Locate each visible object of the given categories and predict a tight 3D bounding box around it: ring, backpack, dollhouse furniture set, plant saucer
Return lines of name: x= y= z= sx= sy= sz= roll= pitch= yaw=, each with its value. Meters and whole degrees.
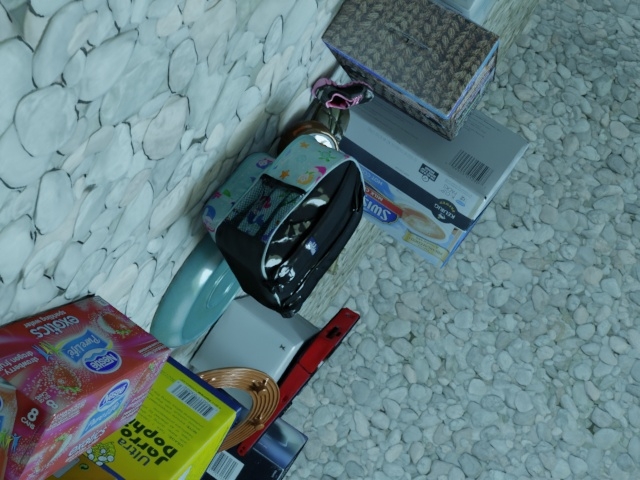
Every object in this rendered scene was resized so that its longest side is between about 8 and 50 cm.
ring: x=-0.239 y=0.370 z=1.544 sx=0.337 sy=0.032 sz=0.336 roll=-17 pitch=141 yaw=-14
backpack: x=-0.047 y=-0.036 z=1.194 sx=0.253 sy=0.191 sz=0.225 roll=-49 pitch=152 yaw=-16
dollhouse furniture set: x=0.000 y=0.000 z=1.942 sx=0.144 sy=0.123 sz=0.151 roll=34 pitch=73 yaw=-81
plant saucer: x=-0.187 y=0.070 z=1.362 sx=0.317 sy=0.044 sz=0.317 roll=-54 pitch=170 yaw=-15

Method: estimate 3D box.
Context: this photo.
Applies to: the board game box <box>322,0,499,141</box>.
board game box: x=0.159 y=-0.301 z=1.271 sx=0.141 sy=0.232 sz=0.291 roll=-57 pitch=170 yaw=6

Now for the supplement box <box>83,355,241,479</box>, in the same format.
supplement box: x=-0.314 y=0.357 z=1.222 sx=0.194 sy=0.195 sz=0.356 roll=-60 pitch=171 yaw=21

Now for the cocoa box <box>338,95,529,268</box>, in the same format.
cocoa box: x=0.190 y=-0.161 z=1.541 sx=0.231 sy=0.347 sz=0.228 roll=-47 pitch=167 yaw=-40

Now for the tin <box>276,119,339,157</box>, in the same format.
tin: x=-0.014 y=-0.118 z=1.321 sx=0.106 sy=0.040 sz=0.189 roll=-22 pitch=130 yaw=-9

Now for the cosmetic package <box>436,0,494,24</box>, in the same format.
cosmetic package: x=0.292 y=-0.535 z=1.447 sx=0.224 sy=0.138 sz=0.225 roll=-57 pitch=172 yaw=8

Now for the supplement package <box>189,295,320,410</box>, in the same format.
supplement package: x=-0.141 y=0.243 z=1.757 sx=0.177 sy=0.175 sz=0.293 roll=-55 pitch=171 yaw=6

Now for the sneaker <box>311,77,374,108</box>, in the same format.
sneaker: x=0.044 y=-0.240 z=1.284 sx=0.119 sy=0.057 sz=0.047 roll=-5 pitch=135 yaw=-32

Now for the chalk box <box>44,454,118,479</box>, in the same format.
chalk box: x=-0.400 y=0.369 z=0.872 sx=0.289 sy=0.180 sz=0.179 roll=-60 pitch=170 yaw=17

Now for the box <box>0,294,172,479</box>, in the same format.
box: x=-0.297 y=0.165 z=0.859 sx=0.122 sy=0.128 sz=0.257 roll=-58 pitch=170 yaw=14

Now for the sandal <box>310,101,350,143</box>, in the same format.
sandal: x=-0.024 y=-0.158 z=1.357 sx=0.090 sy=0.060 sz=0.219 roll=17 pitch=104 yaw=-33

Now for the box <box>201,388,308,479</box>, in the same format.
box: x=-0.222 y=0.537 z=1.990 sx=0.182 sy=0.296 sz=0.294 roll=-58 pitch=171 yaw=6

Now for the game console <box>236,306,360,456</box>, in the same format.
game console: x=-0.042 y=0.336 z=1.866 sx=0.342 sy=0.060 sz=0.386 roll=-57 pitch=172 yaw=16
